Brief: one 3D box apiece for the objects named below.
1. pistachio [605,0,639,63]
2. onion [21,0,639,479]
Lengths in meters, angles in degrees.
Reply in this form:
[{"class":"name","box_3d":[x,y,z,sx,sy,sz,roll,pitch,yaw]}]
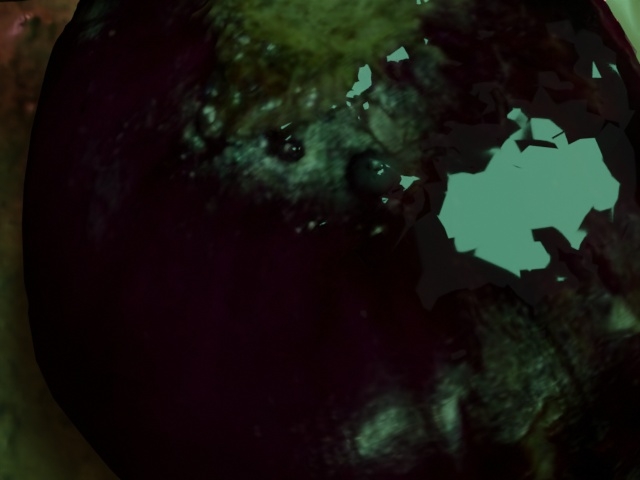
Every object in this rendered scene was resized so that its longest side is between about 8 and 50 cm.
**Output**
[{"class":"pistachio","box_3d":[0.119,-0.128,0.905,0.318,0.214,0.193,65,13,4]},{"class":"onion","box_3d":[0.000,0.000,0.724,0.260,0.282,0.336,-33,63,-6]}]
